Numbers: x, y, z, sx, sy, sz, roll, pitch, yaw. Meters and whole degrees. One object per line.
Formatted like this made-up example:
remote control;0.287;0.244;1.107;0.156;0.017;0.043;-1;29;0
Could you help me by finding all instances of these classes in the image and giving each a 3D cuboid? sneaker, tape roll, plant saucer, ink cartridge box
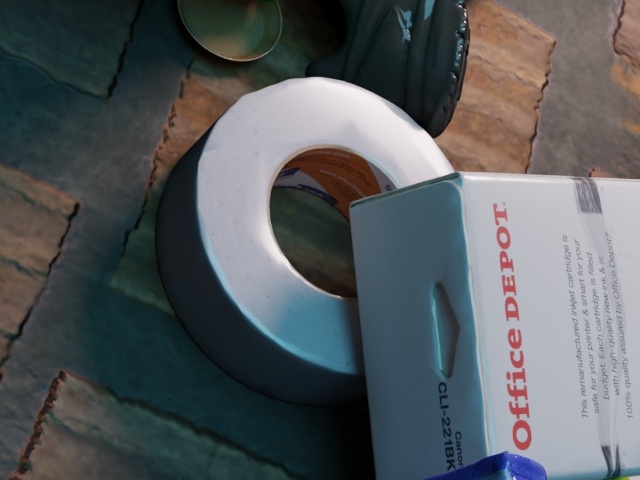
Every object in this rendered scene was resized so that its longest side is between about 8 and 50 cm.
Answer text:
sneaker;0.054;-0.221;1.342;0.130;0.109;0.286;7;72;4
tape roll;0.000;0.000;1.254;0.219;0.072;0.219;11;64;-24
plant saucer;-0.068;-0.165;1.325;0.083;0.015;0.083;12;62;-24
ink cartridge box;0.160;0.063;1.214;0.273;0.114;0.197;2;79;-41

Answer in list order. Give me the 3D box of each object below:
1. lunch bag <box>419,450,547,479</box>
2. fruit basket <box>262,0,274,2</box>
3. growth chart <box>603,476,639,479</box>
lunch bag;0.067;0.261;1.035;0.138;0.293;0.221;13;62;-23
fruit basket;-0.119;-0.382;1.263;0.392;0.283;0.392;3;81;-20
growth chart;0.244;0.125;1.362;0.237;0.021;0.172;-12;75;-31
